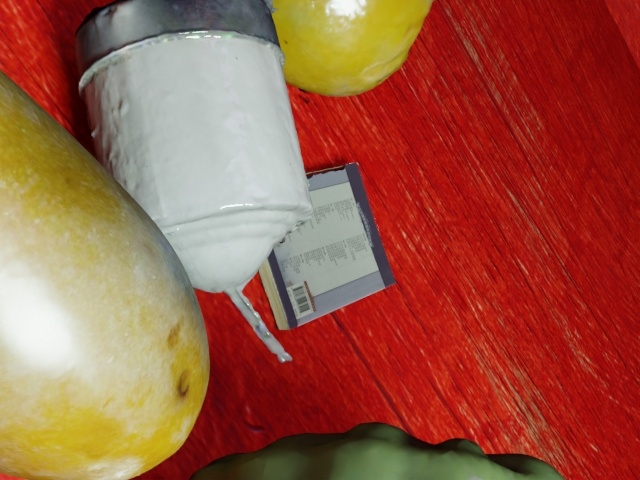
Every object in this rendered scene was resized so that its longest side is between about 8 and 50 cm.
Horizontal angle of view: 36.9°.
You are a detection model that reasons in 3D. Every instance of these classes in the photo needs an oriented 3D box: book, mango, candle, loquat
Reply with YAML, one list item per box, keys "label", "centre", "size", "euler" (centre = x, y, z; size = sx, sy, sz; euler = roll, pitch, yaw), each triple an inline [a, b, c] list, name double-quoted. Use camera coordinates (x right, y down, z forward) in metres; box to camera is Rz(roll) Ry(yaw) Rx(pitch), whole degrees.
- label: "book"
  centre: [-0.001, 0.000, 1.085]
  size: [0.231, 0.026, 0.158]
  euler: [-17, 90, -55]
- label: "mango"
  centre: [-0.204, 0.019, 0.611]
  size: [0.221, 0.198, 0.384]
  euler: [63, -2, 47]
- label: "candle"
  centre: [-0.099, -0.051, 0.831]
  size: [0.187, 0.187, 0.330]
  euler: [1, 73, -54]
- label: "loquat"
  centre: [0.006, -0.281, 1.072]
  size: [0.244, 0.243, 0.244]
  euler: [29, 51, -44]

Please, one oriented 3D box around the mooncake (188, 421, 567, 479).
- label: "mooncake"
  centre: [0.055, 0.281, 0.729]
  size: [0.356, 0.356, 0.194]
  euler: [39, 48, -38]
